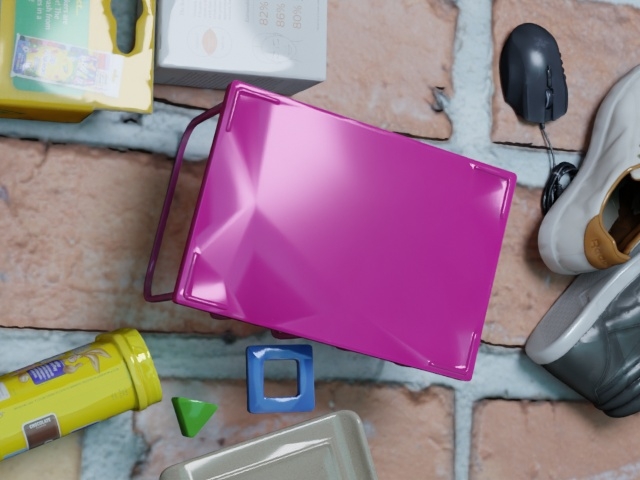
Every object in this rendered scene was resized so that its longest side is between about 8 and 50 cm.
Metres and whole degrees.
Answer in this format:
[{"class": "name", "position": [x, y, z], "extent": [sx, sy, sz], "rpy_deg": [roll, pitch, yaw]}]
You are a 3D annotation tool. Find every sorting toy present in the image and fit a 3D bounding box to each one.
[{"class": "sorting toy", "position": [-0.036, 0.269, 1.237], "extent": [0.196, 0.047, 0.347], "rpy_deg": [-15, 89, -19]}]

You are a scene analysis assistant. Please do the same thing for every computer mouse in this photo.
[{"class": "computer mouse", "position": [0.252, -0.121, 1.478], "extent": [0.071, 0.041, 0.242], "rpy_deg": [-15, 92, -23]}]

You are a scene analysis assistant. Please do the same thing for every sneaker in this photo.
[{"class": "sneaker", "position": [0.353, -0.081, 1.459], "extent": [0.106, 0.123, 0.290], "rpy_deg": [42, 65, -27]}, {"class": "sneaker", "position": [0.368, 0.070, 1.481], "extent": [0.296, 0.104, 0.147], "rpy_deg": [-45, 104, -13]}]

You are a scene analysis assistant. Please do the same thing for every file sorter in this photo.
[{"class": "file sorter", "position": [0.000, 0.000, 1.289], "extent": [0.291, 0.182, 0.202], "rpy_deg": [17, 81, -19]}]

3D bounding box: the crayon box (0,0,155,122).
[{"class": "crayon box", "position": [-0.317, -0.218, 1.230], "extent": [0.323, 0.083, 0.203], "rpy_deg": [3, 85, -20]}]

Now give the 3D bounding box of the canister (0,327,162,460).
[{"class": "canister", "position": [-0.242, 0.142, 1.213], "extent": [0.170, 0.126, 0.073], "rpy_deg": [-20, 94, -20]}]

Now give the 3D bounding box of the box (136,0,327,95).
[{"class": "box", "position": [-0.087, -0.218, 1.319], "extent": [0.171, 0.091, 0.130], "rpy_deg": [3, 85, -22]}]
